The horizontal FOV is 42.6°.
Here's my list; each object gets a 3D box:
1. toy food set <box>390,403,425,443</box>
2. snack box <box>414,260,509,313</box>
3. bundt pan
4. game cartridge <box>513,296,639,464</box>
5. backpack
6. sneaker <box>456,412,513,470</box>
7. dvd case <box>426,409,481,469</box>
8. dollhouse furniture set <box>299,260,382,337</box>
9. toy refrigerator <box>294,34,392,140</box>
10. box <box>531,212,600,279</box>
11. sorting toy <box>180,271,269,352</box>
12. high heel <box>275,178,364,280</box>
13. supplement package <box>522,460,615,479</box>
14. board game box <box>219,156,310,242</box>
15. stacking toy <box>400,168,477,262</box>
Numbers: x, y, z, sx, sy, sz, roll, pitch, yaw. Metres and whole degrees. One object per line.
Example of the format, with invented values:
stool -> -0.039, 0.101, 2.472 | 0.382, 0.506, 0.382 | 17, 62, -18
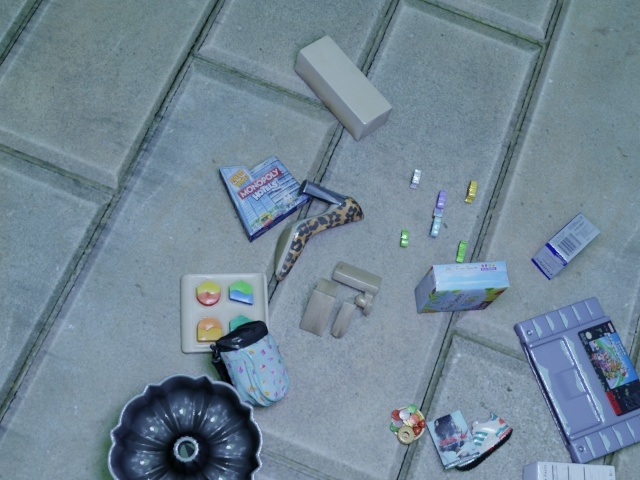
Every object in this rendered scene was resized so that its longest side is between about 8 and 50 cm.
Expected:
toy food set -> 0.203, 0.424, 1.903 | 0.083, 0.020, 0.083 | -30, 75, -15
snack box -> 0.327, 0.112, 1.931 | 0.174, 0.207, 0.070 | -2, 70, -7
bundt pan -> -0.290, 0.462, 1.787 | 0.330, 0.124, 0.331 | 2, 69, -6
game cartridge -> 0.638, 0.328, 1.963 | 0.230, 0.068, 0.355 | -19, 72, -7
backpack -> -0.150, 0.285, 1.841 | 0.152, 0.115, 0.182 | -26, 100, -48
sneaker -> 0.363, 0.463, 1.894 | 0.161, 0.057, 0.075 | -34, 57, -13
dvd case -> 0.303, 0.454, 1.874 | 0.087, 0.013, 0.119 | -21, 51, 1
dollhouse furniture set -> 0.051, 0.151, 1.988 | 0.144, 0.123, 0.151 | 22, 34, 3
toy refrigerator -> 0.057, -0.400, 2.161 | 0.102, 0.094, 0.269 | -35, 77, -23
box -> 0.605, 0.015, 2.031 | 0.126, 0.137, 0.072 | -39, 76, -17
sorting toy -> -0.228, 0.167, 1.948 | 0.208, 0.038, 0.193 | -2, 70, -6
high heel -> 0.000, 0.000, 2.021 | 0.186, 0.093, 0.261 | 23, 85, -23
supplement package -> 0.557, 0.558, 1.842 | 0.179, 0.105, 0.105 | 5, 69, -3
board game box -> -0.156, -0.128, 2.054 | 0.194, 0.060, 0.194 | -36, 78, -17
stacking toy -> 0.300, -0.067, 2.079 | 0.166, 0.052, 0.221 | 13, 70, 0
